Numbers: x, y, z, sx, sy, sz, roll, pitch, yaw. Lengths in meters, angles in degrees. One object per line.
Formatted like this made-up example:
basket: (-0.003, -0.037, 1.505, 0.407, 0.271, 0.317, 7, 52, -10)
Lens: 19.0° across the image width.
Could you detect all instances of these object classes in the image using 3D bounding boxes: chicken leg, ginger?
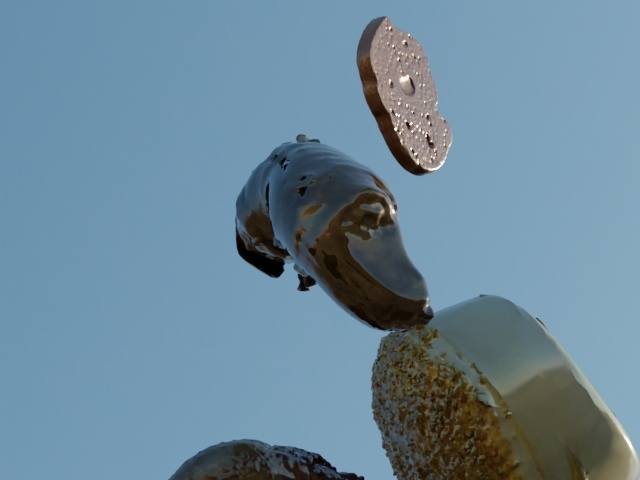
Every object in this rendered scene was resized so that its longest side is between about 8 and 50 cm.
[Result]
chicken leg: (-0.070, 0.240, 1.591, 0.322, 0.083, 0.177, 19, -72, -52)
ginger: (0.001, -0.014, 1.568, 0.107, 0.309, 0.133, 6, -84, -18)

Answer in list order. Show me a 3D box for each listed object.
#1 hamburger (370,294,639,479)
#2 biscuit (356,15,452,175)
hamburger: (0.160, 0.194, 1.776, 0.179, 0.294, 0.276, -34, -11, -17)
biscuit: (0.065, -0.115, 1.521, 0.019, 0.102, 0.130, -16, -78, 31)
